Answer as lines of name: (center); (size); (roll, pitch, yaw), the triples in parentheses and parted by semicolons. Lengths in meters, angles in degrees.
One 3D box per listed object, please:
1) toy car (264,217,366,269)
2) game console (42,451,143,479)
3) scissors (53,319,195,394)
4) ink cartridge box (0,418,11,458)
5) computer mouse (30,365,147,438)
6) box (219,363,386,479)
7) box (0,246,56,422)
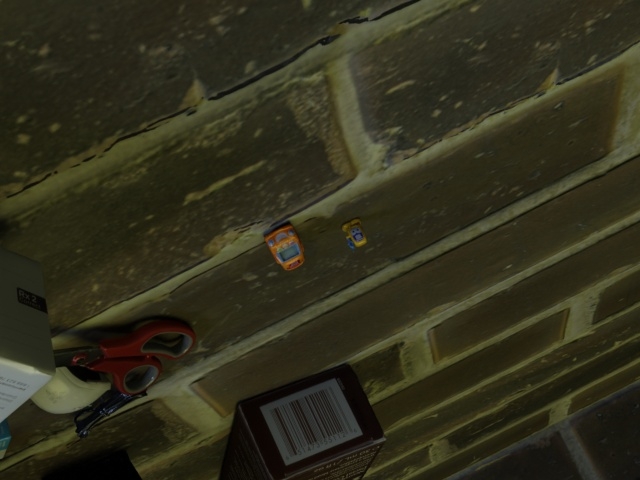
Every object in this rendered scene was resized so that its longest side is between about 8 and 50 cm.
toy car: (0.000, 0.000, 1.059); (0.122, 0.040, 0.060); (-18, 153, -17)
game console: (-0.316, 0.347, 1.370); (0.122, 0.071, 0.107); (-13, 151, -26)
scissors: (-0.236, 0.111, 1.033); (0.109, 0.021, 0.297); (-46, 153, 10)
ink cartridge box: (-0.407, 0.204, 0.978); (0.181, 0.062, 0.104); (-13, 163, -27)
computer mouse: (-0.275, 0.179, 1.126); (0.106, 0.042, 0.193); (-29, 155, 6)
box: (-0.043, 0.360, 1.587); (0.191, 0.143, 0.381); (-18, 155, -20)
box: (-0.332, 0.081, 0.753); (0.182, 0.119, 0.181); (-39, 139, 22)
